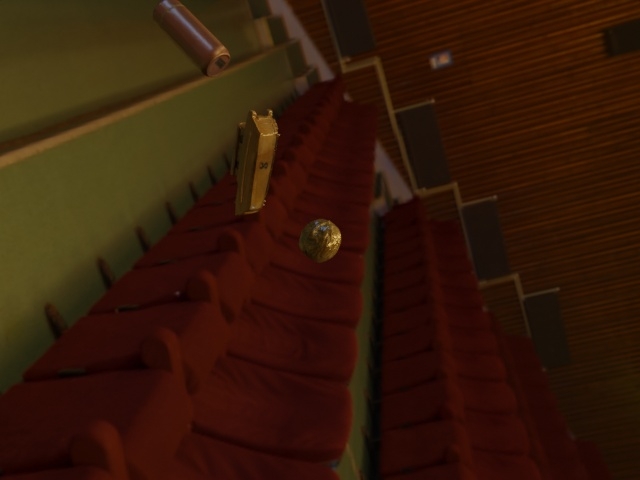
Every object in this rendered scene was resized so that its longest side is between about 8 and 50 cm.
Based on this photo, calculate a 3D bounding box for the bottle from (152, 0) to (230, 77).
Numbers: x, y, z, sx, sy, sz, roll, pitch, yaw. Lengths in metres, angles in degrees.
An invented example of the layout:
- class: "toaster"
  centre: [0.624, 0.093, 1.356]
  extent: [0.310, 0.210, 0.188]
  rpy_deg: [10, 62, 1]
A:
- class: "bottle"
  centre: [-0.197, -0.310, 1.188]
  extent: [0.140, 0.053, 0.053]
  rpy_deg: [47, 2, 17]

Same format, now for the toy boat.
- class: "toy boat"
  centre: [-0.140, -0.156, 1.573]
  extent: [0.068, 0.088, 0.225]
  rpy_deg: [-11, 121, -44]

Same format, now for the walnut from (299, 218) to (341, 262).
- class: "walnut"
  centre: [0.000, 0.000, 1.594]
  extent: [0.092, 0.092, 0.092]
  rpy_deg: [-14, 90, -80]
